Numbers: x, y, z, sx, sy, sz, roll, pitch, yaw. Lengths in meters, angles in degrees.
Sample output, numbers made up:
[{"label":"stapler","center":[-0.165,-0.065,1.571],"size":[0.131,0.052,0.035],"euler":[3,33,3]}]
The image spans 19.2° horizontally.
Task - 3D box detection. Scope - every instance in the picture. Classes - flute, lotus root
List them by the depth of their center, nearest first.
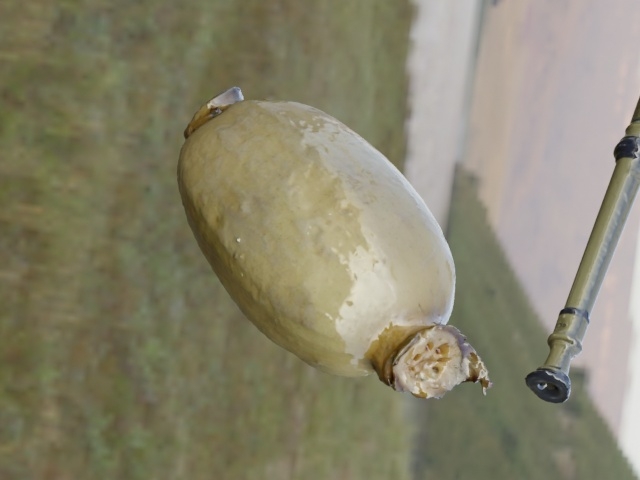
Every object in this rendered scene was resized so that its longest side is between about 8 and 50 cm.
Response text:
[{"label":"lotus root","center":[0.000,0.000,0.634],"size":[0.150,0.073,0.062],"euler":[48,-40,31]},{"label":"flute","center":[0.160,-0.014,1.033],"size":[0.027,0.027,0.233],"euler":[91,21,-59]}]
